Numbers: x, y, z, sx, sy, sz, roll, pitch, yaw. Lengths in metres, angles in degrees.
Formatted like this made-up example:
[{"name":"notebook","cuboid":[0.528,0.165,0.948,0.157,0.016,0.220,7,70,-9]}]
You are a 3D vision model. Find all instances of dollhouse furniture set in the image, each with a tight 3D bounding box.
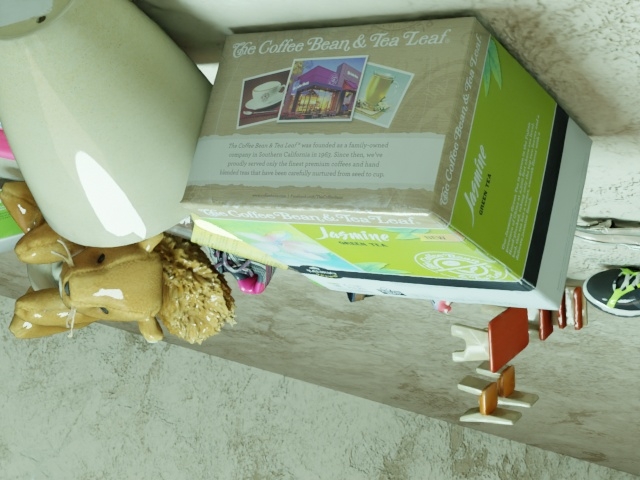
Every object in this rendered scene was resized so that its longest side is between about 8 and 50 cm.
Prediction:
[{"name":"dollhouse furniture set","cuboid":[0.317,0.133,1.995,0.135,0.262,0.259,3,-164,30]}]

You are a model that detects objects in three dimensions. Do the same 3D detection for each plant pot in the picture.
[{"name":"plant pot","cuboid":[-0.261,-0.173,1.397,0.256,0.256,0.274,7,148,25]}]

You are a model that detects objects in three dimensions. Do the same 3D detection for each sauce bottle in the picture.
[{"name":"sauce bottle","cuboid":[-0.166,-0.045,1.886,0.344,0.111,0.111,16,165,-5]}]

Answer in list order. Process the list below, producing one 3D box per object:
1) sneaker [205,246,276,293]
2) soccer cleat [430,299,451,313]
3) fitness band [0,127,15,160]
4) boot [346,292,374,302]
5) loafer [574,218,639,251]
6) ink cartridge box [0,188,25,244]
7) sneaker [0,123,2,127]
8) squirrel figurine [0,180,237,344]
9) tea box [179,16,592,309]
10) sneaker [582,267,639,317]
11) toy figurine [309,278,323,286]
[{"name":"sneaker","cuboid":[-0.155,-0.004,2.119,0.121,0.112,0.299,5,160,35]},{"name":"soccer cleat","cuboid":[0.197,0.060,2.152,0.095,0.083,0.248,40,178,17]},{"name":"fitness band","cuboid":[-0.489,-0.171,1.925,0.291,0.054,0.209,12,166,11]},{"name":"boot","cuboid":[0.108,0.038,2.178,0.106,0.082,0.219,-9,159,-12]},{"name":"loafer","cuboid":[0.411,-0.013,1.743,0.125,0.039,0.045,11,-161,21]},{"name":"ink cartridge box","cuboid":[-0.555,-0.049,2.392,0.255,0.097,0.189,-18,177,-23]},{"name":"sneaker","cuboid":[-0.447,-0.202,1.704,0.092,0.087,0.228,10,163,22]},{"name":"squirrel figurine","cuboid":[-0.327,0.048,2.160,0.397,0.281,0.370,2,-178,-31]},{"name":"tea box","cuboid":[0.082,-0.078,1.418,0.329,0.220,0.323,3,161,37]},{"name":"sneaker","cuboid":[0.508,0.061,1.887,0.235,0.084,0.097,5,139,26]},{"name":"toy figurine","cuboid":[0.000,0.000,2.062,0.173,0.130,0.159,0,-172,-31]}]
